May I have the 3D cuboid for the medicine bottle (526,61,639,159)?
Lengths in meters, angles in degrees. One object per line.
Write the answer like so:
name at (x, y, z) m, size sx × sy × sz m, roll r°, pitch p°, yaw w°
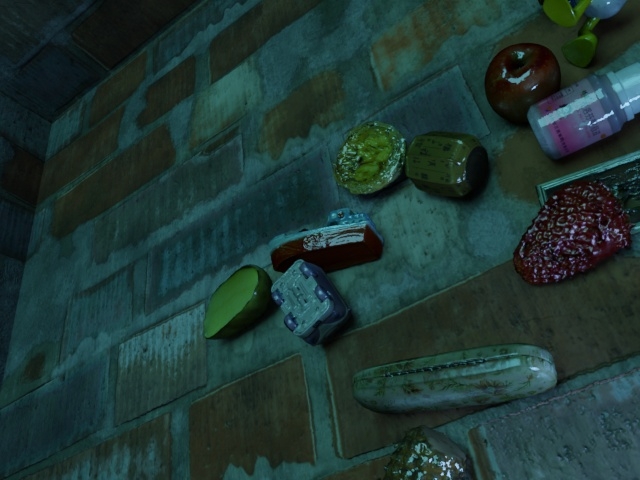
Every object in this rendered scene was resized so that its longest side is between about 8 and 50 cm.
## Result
medicine bottle at (0.600, -0.290, 1.321) m, size 0.247 × 0.147 × 0.147 m, roll -26°, pitch 50°, yaw 25°

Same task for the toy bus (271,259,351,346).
toy bus at (-0.020, 0.164, 1.533) m, size 0.142 × 0.142 × 0.202 m, roll -43°, pitch 45°, yaw 9°

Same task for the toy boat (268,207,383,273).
toy boat at (0.000, 0.000, 1.615) m, size 0.332 × 0.145 × 0.133 m, roll -13°, pitch 56°, yaw 25°

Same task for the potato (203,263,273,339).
potato at (-0.220, 0.183, 1.703) m, size 0.272 × 0.111 × 0.160 m, roll -44°, pitch 36°, yaw 28°

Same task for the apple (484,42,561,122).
apple at (0.493, -0.382, 1.445) m, size 0.181 × 0.168 × 0.181 m, roll -19°, pitch 50°, yaw 25°

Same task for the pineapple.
pineapple at (0.156, 0.520, 1.190) m, size 0.170 × 0.141 × 0.310 m, roll 37°, pitch 97°, yaw 41°

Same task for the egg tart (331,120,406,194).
egg tart at (0.150, -0.227, 1.678) m, size 0.252 × 0.098 × 0.231 m, roll -10°, pitch 64°, yaw 38°

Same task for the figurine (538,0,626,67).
figurine at (0.677, -0.635, 1.495) m, size 0.338 × 0.204 × 0.283 m, roll -41°, pitch 37°, yaw -6°

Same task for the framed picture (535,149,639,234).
framed picture at (0.607, -0.086, 1.280) m, size 0.252 × 0.014 × 0.197 m, roll -20°, pitch 53°, yaw 28°

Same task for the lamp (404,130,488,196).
lamp at (0.313, -0.193, 1.485) m, size 0.185 × 0.161 × 0.161 m, roll 13°, pitch 73°, yaw 43°

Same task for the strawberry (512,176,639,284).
strawberry at (0.518, -0.028, 1.230) m, size 0.286 × 0.106 × 0.188 m, roll -43°, pitch 45°, yaw 10°

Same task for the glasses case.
glasses case at (0.262, 0.289, 1.221) m, size 0.425 × 0.156 × 0.098 m, roll -17°, pitch 53°, yaw 30°
